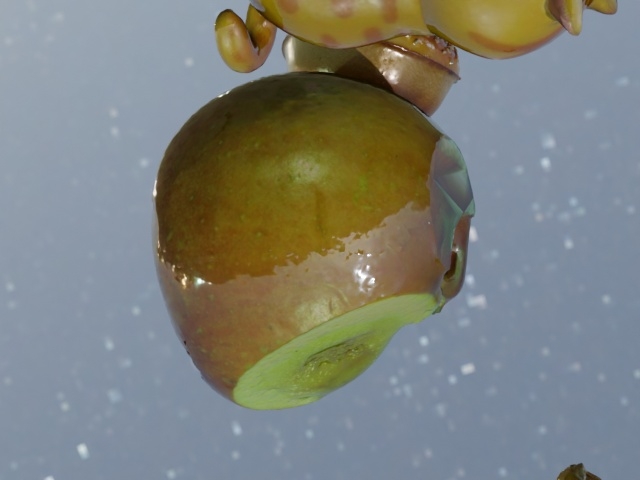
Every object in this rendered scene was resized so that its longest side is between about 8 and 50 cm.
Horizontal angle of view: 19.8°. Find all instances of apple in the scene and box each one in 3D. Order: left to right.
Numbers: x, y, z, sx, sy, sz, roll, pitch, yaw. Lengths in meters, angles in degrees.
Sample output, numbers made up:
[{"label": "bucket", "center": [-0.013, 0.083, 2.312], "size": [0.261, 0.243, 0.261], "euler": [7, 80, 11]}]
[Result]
[{"label": "apple", "center": [0.000, 0.000, 2.048], "size": [0.374, 0.384, 0.374], "euler": [-9, -155, 4]}]

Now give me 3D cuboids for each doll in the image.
[{"label": "doll", "center": [0.066, -0.210, 1.313], "size": [0.269, 0.162, 0.166], "euler": [2, -155, 22]}]

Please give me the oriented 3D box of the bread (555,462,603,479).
[{"label": "bread", "center": [0.246, 0.292, 1.838], "size": [0.053, 0.132, 0.074], "euler": [18, -157, -9]}]

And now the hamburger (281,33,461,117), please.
[{"label": "hamburger", "center": [0.060, -0.221, 2.243], "size": [0.237, 0.147, 0.237], "euler": [10, 170, 2]}]
